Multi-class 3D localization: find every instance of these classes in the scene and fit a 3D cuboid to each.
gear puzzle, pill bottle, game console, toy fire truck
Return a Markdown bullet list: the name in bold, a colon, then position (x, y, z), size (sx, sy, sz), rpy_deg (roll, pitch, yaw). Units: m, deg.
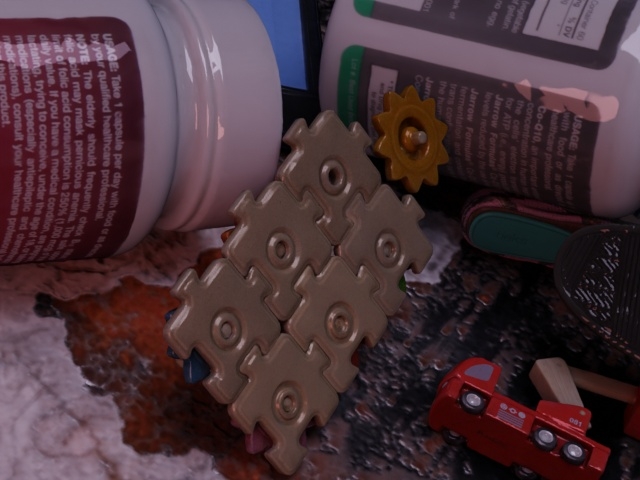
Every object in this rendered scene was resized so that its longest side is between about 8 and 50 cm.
- **gear puzzle**: position (0.000, 0.000, 1.263), size (0.175, 0.044, 0.339), rpy_deg (52, 55, -27)
- **pill bottle**: position (-0.243, -0.091, 1.219), size (0.392, 0.224, 0.224), rpy_deg (-4, 48, -28)
- **game console**: position (-0.098, -0.250, 1.491), size (0.250, 0.173, 0.293), rpy_deg (10, 44, -15)
- **toy fire truck**: position (0.191, 0.136, 1.314), size (0.192, 0.047, 0.135), rpy_deg (26, 41, 4)
- **pill bottle**: position (0.198, -0.135, 1.413), size (0.361, 0.204, 0.204), rpy_deg (16, 39, 19)

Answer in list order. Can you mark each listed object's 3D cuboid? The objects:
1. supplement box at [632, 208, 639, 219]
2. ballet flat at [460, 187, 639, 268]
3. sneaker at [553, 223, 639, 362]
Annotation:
- **supplement box**: position (0.320, -0.049, 1.537), size (0.083, 0.083, 0.056), rpy_deg (2, 45, -24)
- **ballet flat**: position (0.233, -0.003, 1.462), size (0.221, 0.077, 0.079), rpy_deg (18, 38, 0)
- **sneaker**: position (0.337, 0.076, 1.361), size (0.295, 0.178, 0.124), rpy_deg (23, 84, 14)
